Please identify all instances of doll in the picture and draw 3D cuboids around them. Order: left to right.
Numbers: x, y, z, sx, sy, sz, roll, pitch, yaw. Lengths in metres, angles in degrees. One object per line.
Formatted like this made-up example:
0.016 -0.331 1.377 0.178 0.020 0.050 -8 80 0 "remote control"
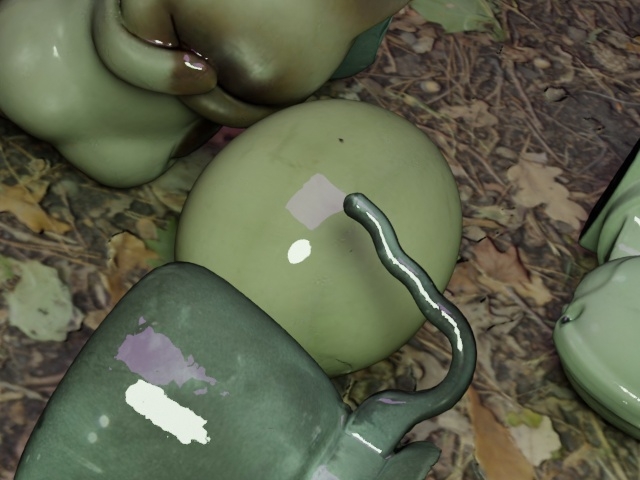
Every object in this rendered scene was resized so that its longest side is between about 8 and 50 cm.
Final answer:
-0.127 -0.176 1.429 0.215 0.370 0.226 47 53 -26 "doll"

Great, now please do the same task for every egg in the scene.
0.000 0.000 1.352 0.219 0.219 0.269 36 50 23 "egg"

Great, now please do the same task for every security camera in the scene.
0.308 0.051 1.424 0.191 0.197 0.277 29 48 2 "security camera"

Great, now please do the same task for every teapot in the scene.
-0.024 0.142 1.176 0.285 0.223 0.305 32 68 6 "teapot"

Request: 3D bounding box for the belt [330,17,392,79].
0.005 -0.299 1.622 0.122 0.325 0.260 0 67 -21 "belt"
